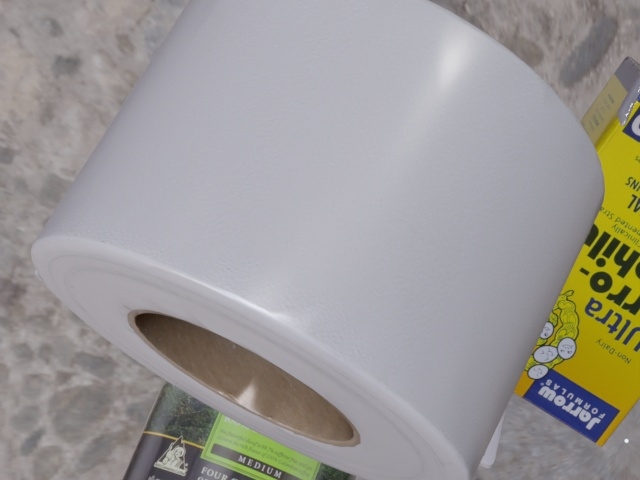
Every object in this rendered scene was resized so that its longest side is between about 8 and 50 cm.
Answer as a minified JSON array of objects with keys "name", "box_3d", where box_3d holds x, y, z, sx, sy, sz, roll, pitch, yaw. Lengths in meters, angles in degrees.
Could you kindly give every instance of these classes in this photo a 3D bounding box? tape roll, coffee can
[{"name":"tape roll","box_3d":[0.000,0.000,0.656,0.246,0.246,0.169,23,70,16]},{"name":"coffee can","box_3d":[-0.045,0.146,1.182,0.202,0.201,0.275,17,73,15]}]

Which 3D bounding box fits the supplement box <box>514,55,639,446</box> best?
[{"name":"supplement box","box_3d":[0.322,0.007,1.406,0.194,0.195,0.356,32,106,-2]}]

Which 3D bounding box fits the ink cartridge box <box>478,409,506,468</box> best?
[{"name":"ink cartridge box","box_3d":[0.132,0.200,1.612,0.203,0.086,0.148,-9,60,50]}]

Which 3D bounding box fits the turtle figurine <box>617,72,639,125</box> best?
[{"name":"turtle figurine","box_3d":[0.380,-0.276,1.140,0.275,0.197,0.266,-9,57,1]}]
